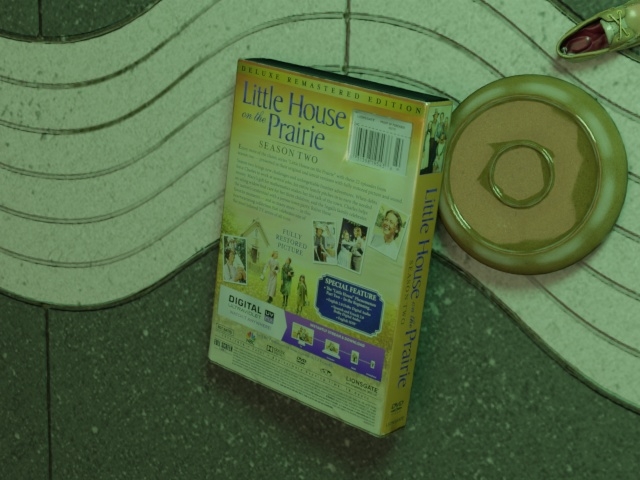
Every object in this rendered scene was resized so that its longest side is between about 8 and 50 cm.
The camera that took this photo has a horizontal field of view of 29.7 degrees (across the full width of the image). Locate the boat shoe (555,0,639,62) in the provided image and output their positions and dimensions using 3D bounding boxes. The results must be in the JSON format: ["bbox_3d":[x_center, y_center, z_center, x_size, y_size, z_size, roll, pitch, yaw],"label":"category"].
[{"bbox_3d":[0.324,-0.232,1.336,0.135,0.045,0.050,-25,88,30],"label":"boat shoe"}]

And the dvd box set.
[{"bbox_3d":[0.000,0.000,1.522,0.308,0.062,0.420,18,109,36],"label":"dvd box set"}]

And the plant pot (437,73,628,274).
[{"bbox_3d":[0.236,-0.076,1.403,0.236,0.032,0.236,2,94,23],"label":"plant pot"}]
